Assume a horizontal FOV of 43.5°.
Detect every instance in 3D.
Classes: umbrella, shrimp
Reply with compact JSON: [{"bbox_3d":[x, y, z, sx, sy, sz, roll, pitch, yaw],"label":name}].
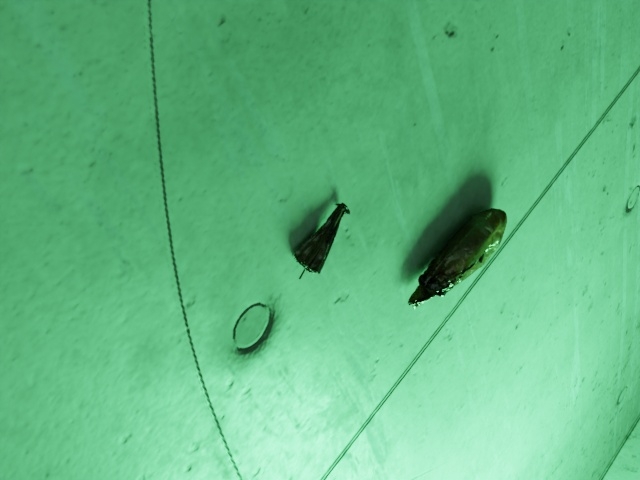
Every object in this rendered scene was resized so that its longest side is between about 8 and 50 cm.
[{"bbox_3d":[0.001,0.000,0.728,0.031,0.020,0.083,38,78,-16],"label":"umbrella"},{"bbox_3d":[0.166,0.027,0.943,0.190,0.042,0.101,-36,145,-35],"label":"shrimp"}]
